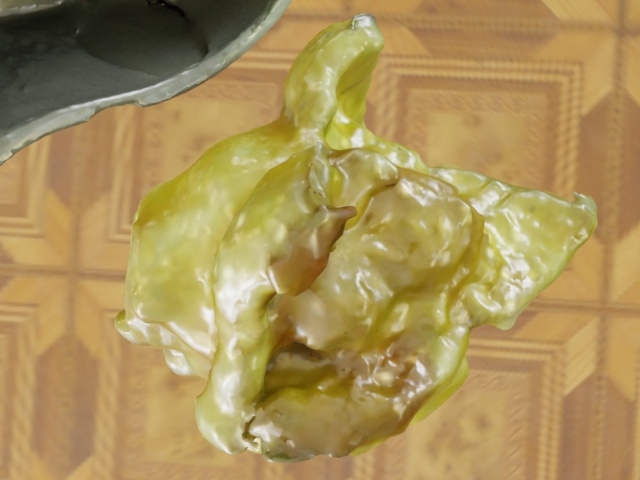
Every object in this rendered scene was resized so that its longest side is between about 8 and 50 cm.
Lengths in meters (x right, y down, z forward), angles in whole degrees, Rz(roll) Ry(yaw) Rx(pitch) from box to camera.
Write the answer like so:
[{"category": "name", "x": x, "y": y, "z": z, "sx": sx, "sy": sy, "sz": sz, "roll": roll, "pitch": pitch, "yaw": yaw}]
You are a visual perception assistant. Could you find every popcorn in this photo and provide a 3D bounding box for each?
[{"category": "popcorn", "x": 0.005, "y": -0.001, "z": 1.430, "sx": 0.290, "sy": 0.321, "sz": 0.326, "roll": -5, "pitch": 94, "yaw": 47}]

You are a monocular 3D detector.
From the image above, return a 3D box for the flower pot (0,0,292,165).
[{"category": "flower pot", "x": -0.125, "y": -0.110, "z": 0.816, "sx": 0.229, "sy": 0.103, "sz": 0.108, "roll": -31, "pitch": 44, "yaw": -26}]
